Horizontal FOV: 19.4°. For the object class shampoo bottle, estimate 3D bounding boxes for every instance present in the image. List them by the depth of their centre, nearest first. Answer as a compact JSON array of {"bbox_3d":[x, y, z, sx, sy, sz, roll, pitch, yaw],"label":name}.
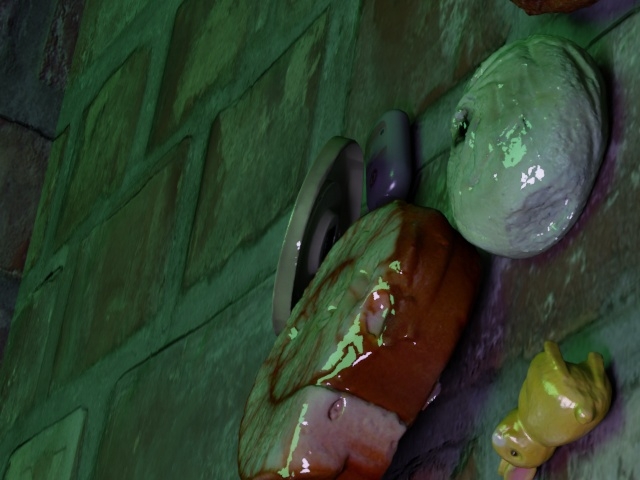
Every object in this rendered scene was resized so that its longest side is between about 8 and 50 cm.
[{"bbox_3d":[0.077,-0.069,2.101,0.080,0.040,0.165,125,156,-42],"label":"shampoo bottle"}]

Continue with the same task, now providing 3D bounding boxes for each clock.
[{"bbox_3d":[0.000,0.000,2.066,0.235,0.029,0.235,16,-90,-78],"label":"clock"}]

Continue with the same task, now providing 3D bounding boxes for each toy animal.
[{"bbox_3d":[0.187,0.165,1.610,0.083,0.070,0.159,-94,28,-43],"label":"toy animal"}]

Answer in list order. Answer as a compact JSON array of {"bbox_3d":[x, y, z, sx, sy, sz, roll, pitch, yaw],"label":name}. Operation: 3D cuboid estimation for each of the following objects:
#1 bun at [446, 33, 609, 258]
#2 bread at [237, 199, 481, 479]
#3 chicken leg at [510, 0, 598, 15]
[{"bbox_3d":[0.186,-0.092,1.776,0.221,0.108,0.221,-48,30,40],"label":"bun"},{"bbox_3d":[0.033,0.116,1.871,0.327,0.114,0.295,-61,12,-4],"label":"bread"},{"bbox_3d":[0.252,-0.284,1.831,0.158,0.096,0.407,-48,26,1],"label":"chicken leg"}]
